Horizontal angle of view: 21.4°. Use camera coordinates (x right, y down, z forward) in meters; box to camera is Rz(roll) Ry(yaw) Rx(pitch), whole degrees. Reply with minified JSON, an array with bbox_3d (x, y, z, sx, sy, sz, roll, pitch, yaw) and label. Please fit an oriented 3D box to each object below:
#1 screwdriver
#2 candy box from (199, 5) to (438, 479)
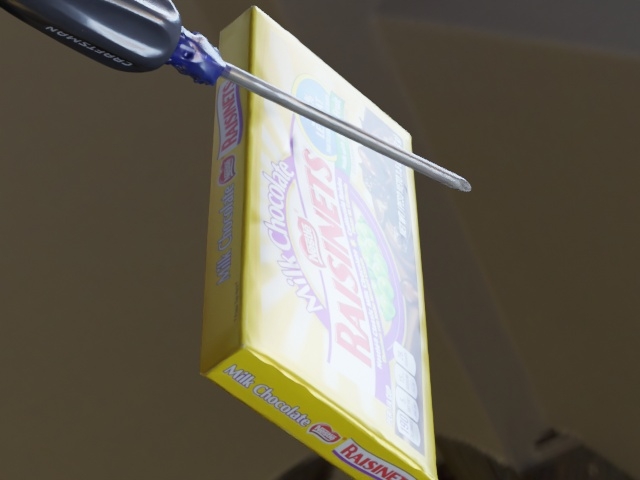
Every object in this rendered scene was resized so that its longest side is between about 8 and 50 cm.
[{"bbox_3d":[-0.019,-0.040,0.459,0.025,0.170,0.024,-35,-131,28],"label":"screwdriver"},{"bbox_3d":[0.000,0.000,0.676,0.027,0.105,0.206,-37,-147,28],"label":"candy box"}]
